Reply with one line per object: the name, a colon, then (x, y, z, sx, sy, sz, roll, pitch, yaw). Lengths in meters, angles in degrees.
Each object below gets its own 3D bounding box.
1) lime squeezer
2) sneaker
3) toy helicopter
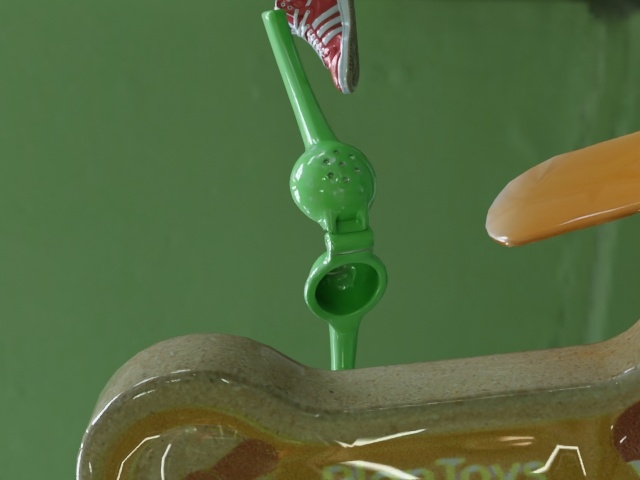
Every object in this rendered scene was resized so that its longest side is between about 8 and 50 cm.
lime squeezer: (0.000, 0.000, 1.271, 0.110, 0.059, 0.310, 0, 101, 56)
sneaker: (-0.004, -0.171, 1.607, 0.042, 0.067, 0.118, 73, -168, -59)
toy helicopter: (0.099, 0.048, 0.593, 0.140, 0.355, 0.235, -87, -8, -62)
